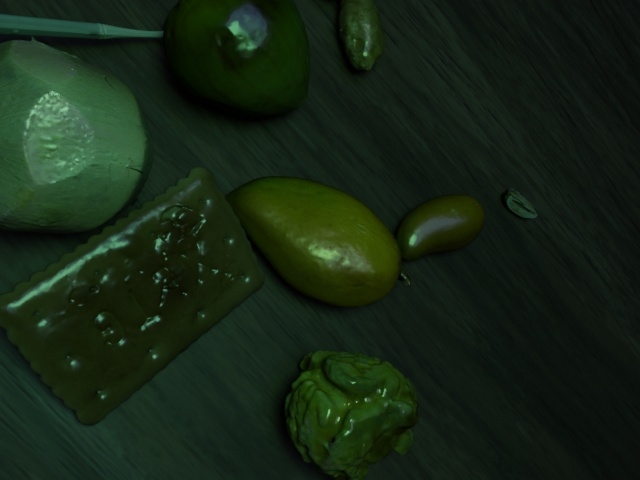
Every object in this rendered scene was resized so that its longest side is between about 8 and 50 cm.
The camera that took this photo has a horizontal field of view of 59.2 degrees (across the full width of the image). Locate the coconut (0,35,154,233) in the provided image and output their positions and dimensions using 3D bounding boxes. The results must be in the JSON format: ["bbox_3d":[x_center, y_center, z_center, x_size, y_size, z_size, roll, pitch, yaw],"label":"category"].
[{"bbox_3d":[-0.334,-0.120,0.665,0.230,0.227,0.227,16,67,-58],"label":"coconut"}]

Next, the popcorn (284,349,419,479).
[{"bbox_3d":[0.041,0.250,0.801,0.187,0.167,0.185,39,66,-15],"label":"popcorn"}]

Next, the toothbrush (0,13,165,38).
[{"bbox_3d":[-0.335,-0.301,0.795,0.342,0.025,0.030,-16,78,-40],"label":"toothbrush"}]

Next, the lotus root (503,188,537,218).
[{"bbox_3d":[0.392,-0.072,1.119,0.083,0.030,0.037,33,35,-18],"label":"lotus root"}]

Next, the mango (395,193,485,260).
[{"bbox_3d":[0.206,-0.023,0.992,0.184,0.085,0.102,-21,91,-18],"label":"mango"}]

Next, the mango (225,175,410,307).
[{"bbox_3d":[0.000,0.000,0.875,0.317,0.119,0.176,31,69,-6],"label":"mango"}]

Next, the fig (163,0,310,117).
[{"bbox_3d":[-0.113,-0.279,0.835,0.207,0.207,0.230,-45,107,-27],"label":"fig"}]

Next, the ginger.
[{"bbox_3d":[0.029,-0.533,1.024,0.363,0.122,0.348,35,64,-8],"label":"ginger"}]

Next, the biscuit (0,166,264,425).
[{"bbox_3d":[-0.226,0.068,0.744,0.325,0.044,0.217,-39,119,-28],"label":"biscuit"}]
